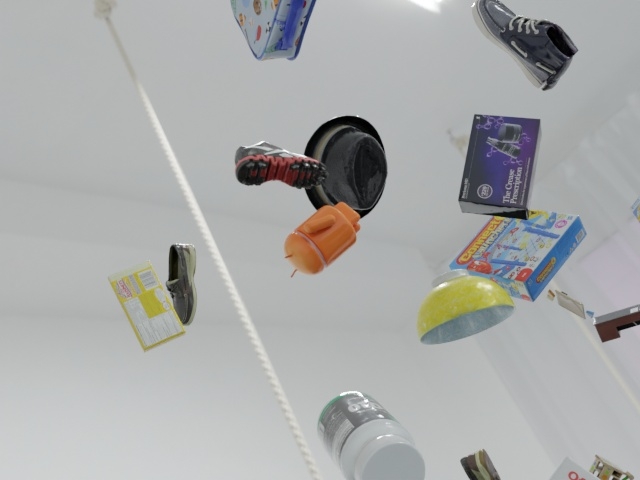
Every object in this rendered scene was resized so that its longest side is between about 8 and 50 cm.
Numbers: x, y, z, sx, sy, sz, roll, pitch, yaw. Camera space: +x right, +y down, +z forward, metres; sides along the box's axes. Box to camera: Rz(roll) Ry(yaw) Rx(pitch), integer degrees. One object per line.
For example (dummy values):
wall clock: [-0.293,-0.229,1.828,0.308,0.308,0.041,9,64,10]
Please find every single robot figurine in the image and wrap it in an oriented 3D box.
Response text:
robot figurine: [-0.001,-0.001,1.911,0.219,0.128,0.158,-40,11,-19]

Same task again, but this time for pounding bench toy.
pounding bench toy: [0.612,0.507,1.643,0.065,0.083,0.052,-64,0,3]

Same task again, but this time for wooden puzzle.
wooden puzzle: [0.535,0.135,1.660,0.014,0.116,0.078,-49,-32,-10]

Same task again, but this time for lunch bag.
lunch bag: [-0.088,-0.533,1.633,0.115,0.243,0.303,-9,-38,-28]

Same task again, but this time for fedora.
fedora: [0.104,-0.210,2.354,0.334,0.152,0.333,-5,-78,-26]

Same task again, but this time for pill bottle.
pill bottle: [0.131,0.548,2.062,0.204,0.204,0.361,-21,13,-12]

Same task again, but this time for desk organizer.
desk organizer: [0.715,0.192,1.824,0.130,0.050,0.047,-22,9,25]

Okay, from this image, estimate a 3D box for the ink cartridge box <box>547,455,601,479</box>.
ink cartridge box: [0.484,0.597,1.507,0.289,0.211,0.121,-53,-24,-7]

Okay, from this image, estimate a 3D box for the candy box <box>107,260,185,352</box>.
candy box: [-0.406,0.152,1.814,0.105,0.205,0.027,-23,-21,-21]

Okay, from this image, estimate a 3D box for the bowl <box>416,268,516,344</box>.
bowl: [0.397,0.175,2.236,0.290,0.156,0.289,-15,-22,-6]

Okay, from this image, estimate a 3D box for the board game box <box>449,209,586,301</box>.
board game box: [0.613,0.032,2.428,0.308,0.302,0.086,-46,-58,-23]

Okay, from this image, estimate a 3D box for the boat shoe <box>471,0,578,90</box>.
boat shoe: [0.589,-0.601,2.218,0.127,0.340,0.158,-40,-6,-26]

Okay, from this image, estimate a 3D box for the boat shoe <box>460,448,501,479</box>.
boat shoe: [0.281,0.415,1.338,0.049,0.056,0.152,-13,-59,20]

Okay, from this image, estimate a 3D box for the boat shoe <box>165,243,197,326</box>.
boat shoe: [-0.378,0.116,2.069,0.080,0.223,0.073,-10,-15,42]

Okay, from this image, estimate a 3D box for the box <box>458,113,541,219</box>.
box: [0.491,-0.202,2.117,0.184,0.261,0.103,7,-16,21]

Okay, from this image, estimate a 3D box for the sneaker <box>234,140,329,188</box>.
sneaker: [-0.112,-0.210,2.118,0.276,0.135,0.097,1,-52,-27]

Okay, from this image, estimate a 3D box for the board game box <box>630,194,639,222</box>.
board game box: [0.600,-0.098,1.276,0.035,0.136,0.201,23,-64,-8]
